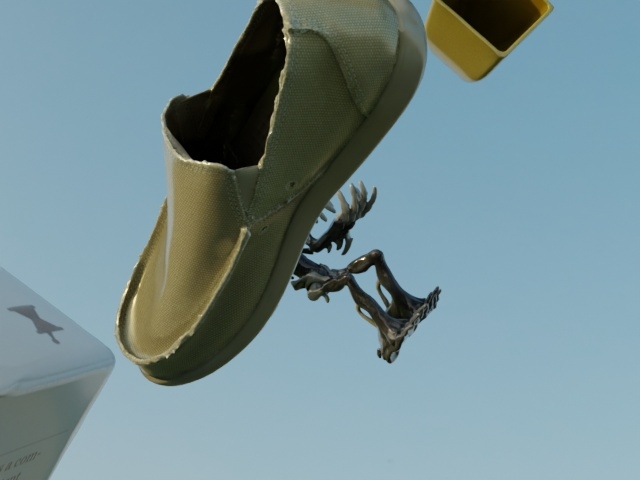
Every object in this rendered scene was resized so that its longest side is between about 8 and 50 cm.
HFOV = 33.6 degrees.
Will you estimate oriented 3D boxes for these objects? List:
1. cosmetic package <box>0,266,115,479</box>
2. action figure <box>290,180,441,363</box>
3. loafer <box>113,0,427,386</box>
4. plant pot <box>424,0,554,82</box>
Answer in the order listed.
[{"bbox_3d":[-0.411,0.161,0.667,0.327,0.393,0.329,34,11,14],"label":"cosmetic package"},{"bbox_3d":[0.000,0.000,1.122,0.276,0.164,0.141,35,-61,11],"label":"action figure"},{"bbox_3d":[-0.051,-0.033,0.581,0.092,0.102,0.268,17,-63,-36],"label":"loafer"},{"bbox_3d":[0.141,-0.189,0.944,0.081,0.081,0.083,42,-26,6],"label":"plant pot"}]
